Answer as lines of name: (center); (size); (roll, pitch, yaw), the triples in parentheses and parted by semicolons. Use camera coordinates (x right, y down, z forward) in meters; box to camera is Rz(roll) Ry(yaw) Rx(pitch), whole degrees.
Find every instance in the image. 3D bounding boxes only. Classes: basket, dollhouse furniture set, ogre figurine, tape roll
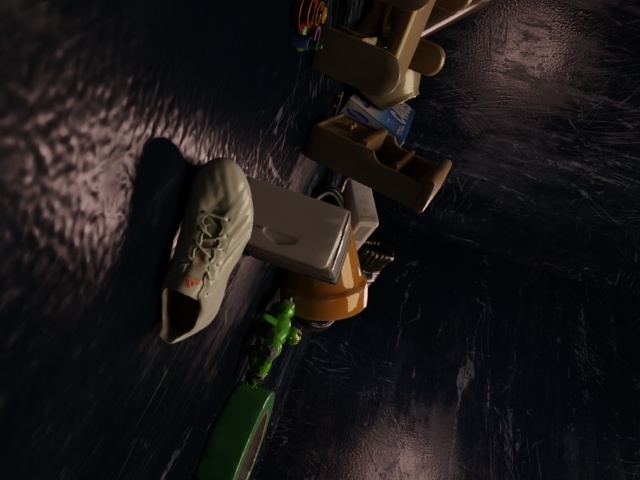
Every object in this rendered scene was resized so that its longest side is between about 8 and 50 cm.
basket: (0.233, -0.530, 1.133); (0.154, 0.227, 0.204); (56, 23, -23)
dollhouse furniture set: (0.167, -0.292, 0.935); (0.362, 0.257, 0.393); (-43, 158, -58)
ogre figurine: (-0.101, 0.197, 1.058); (0.197, 0.097, 0.118); (-46, 177, -40)
tape roll: (-0.190, 0.468, 1.101); (0.321, 0.077, 0.320); (18, 90, -84)

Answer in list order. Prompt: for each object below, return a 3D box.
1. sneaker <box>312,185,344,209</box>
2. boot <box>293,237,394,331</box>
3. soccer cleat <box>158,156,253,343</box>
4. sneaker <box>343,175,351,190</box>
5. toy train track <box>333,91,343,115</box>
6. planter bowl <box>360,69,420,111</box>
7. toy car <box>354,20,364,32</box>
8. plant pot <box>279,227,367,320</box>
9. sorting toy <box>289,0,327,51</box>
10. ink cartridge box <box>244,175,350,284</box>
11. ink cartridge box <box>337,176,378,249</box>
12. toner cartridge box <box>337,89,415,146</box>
sneaker: (0.000, 0.000, 1.295); (0.153, 0.099, 0.281); (-59, 160, -85)
boot: (0.071, 0.125, 1.601); (0.348, 0.131, 0.260); (-20, 148, -56)
soccer cleat: (-0.114, 0.016, 0.501); (0.076, 0.068, 0.196); (-53, 163, -64)
sneaker: (0.152, -0.278, 1.845); (0.101, 0.106, 0.267); (-19, 128, -84)
toy train track: (0.034, -0.297, 1.151); (0.048, 0.014, 0.083); (-76, -175, -46)
planter bowl: (0.166, -0.371, 1.203); (0.109, 0.162, 0.162); (65, 17, -11)
toy car: (0.081, -0.436, 1.141); (0.040, 0.060, 0.122); (65, -34, 22)
plant pot: (0.007, 0.053, 1.175); (0.205, 0.205, 0.187); (-58, 150, -66)
sorting toy: (-0.011, -0.275, 0.665); (0.102, 0.042, 0.061); (69, 39, -81)
ink cartridge box: (-0.036, -0.005, 0.732); (0.203, 0.148, 0.085); (78, 32, -79)
ink cartridge box: (0.060, -0.082, 1.462); (0.296, 0.066, 0.260); (124, -35, -54)
toner cartridge box: (0.150, -0.324, 1.334); (0.075, 0.165, 0.347); (-51, -174, 29)
